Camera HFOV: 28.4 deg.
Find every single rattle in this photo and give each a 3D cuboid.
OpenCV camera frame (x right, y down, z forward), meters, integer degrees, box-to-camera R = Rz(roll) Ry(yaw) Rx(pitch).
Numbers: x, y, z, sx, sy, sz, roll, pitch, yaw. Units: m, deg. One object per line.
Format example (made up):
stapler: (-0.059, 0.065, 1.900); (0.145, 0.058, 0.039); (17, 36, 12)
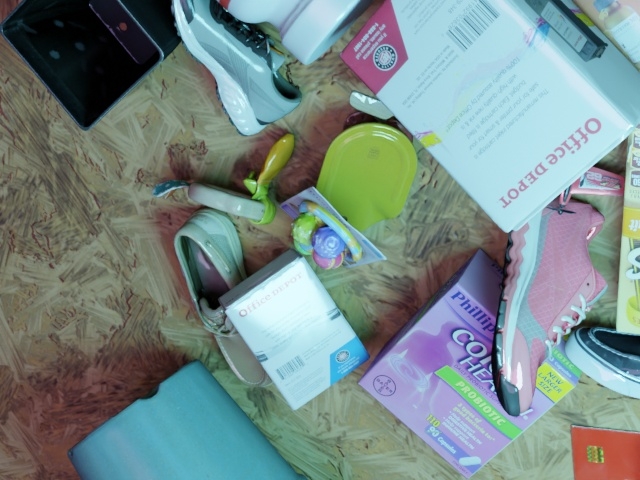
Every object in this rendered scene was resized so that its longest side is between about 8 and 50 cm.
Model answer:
rattle: (-0.147, -0.105, 1.848); (0.200, 0.130, 0.142); (24, 114, 43)

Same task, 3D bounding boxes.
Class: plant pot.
plant pot: (-0.199, 0.390, 1.979); (0.341, 0.341, 0.334); (-38, 87, 33)
plant pot: (-0.293, -0.297, 1.758); (0.188, 0.167, 0.187); (-36, 96, 32)

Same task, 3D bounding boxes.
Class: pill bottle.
pill bottle: (-0.091, -0.407, 1.587); (0.363, 0.210, 0.210); (44, 124, -1)

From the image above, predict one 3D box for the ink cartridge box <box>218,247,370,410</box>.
ink cartridge box: (-0.039, 0.129, 1.858); (0.140, 0.082, 0.190); (-34, 105, -4)

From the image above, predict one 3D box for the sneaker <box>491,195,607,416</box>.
sneaker: (0.297, 0.076, 1.622); (0.136, 0.313, 0.116); (9, 158, 9)

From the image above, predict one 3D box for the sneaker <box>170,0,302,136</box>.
sneaker: (-0.118, -0.269, 1.719); (0.108, 0.100, 0.271); (-20, 128, 18)

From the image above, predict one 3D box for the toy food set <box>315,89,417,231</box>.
toy food set: (0.067, -0.116, 1.752); (0.128, 0.071, 0.218); (13, 124, -9)

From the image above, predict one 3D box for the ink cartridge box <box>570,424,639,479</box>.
ink cartridge box: (0.481, 0.401, 1.818); (0.239, 0.060, 0.275); (1, 115, 22)

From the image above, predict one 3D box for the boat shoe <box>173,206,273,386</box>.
boat shoe: (-0.147, 0.102, 1.929); (0.109, 0.098, 0.302); (-8, 110, 27)

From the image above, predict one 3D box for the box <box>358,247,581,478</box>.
box: (0.217, 0.177, 1.791); (0.213, 0.117, 0.243); (42, 123, 1)

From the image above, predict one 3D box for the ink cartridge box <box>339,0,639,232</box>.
ink cartridge box: (0.209, -0.198, 1.503); (0.306, 0.131, 0.226); (46, 131, 0)

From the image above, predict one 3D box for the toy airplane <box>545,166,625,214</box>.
toy airplane: (0.321, -0.107, 1.626); (0.151, 0.028, 0.151); (0, 98, -1)

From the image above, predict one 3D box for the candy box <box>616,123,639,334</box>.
candy box: (0.475, -0.029, 1.588); (0.183, 0.087, 0.316); (6, 116, 18)

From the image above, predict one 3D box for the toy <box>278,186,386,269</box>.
toy: (0.000, 0.000, 1.748); (0.137, 0.237, 0.056); (43, 82, -6)

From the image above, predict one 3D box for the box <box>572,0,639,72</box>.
box: (0.351, -0.259, 1.532); (0.130, 0.091, 0.170); (-19, 106, 31)

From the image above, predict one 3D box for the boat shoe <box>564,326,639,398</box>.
boat shoe: (0.479, 0.161, 1.673); (0.301, 0.108, 0.102); (21, 121, 11)
